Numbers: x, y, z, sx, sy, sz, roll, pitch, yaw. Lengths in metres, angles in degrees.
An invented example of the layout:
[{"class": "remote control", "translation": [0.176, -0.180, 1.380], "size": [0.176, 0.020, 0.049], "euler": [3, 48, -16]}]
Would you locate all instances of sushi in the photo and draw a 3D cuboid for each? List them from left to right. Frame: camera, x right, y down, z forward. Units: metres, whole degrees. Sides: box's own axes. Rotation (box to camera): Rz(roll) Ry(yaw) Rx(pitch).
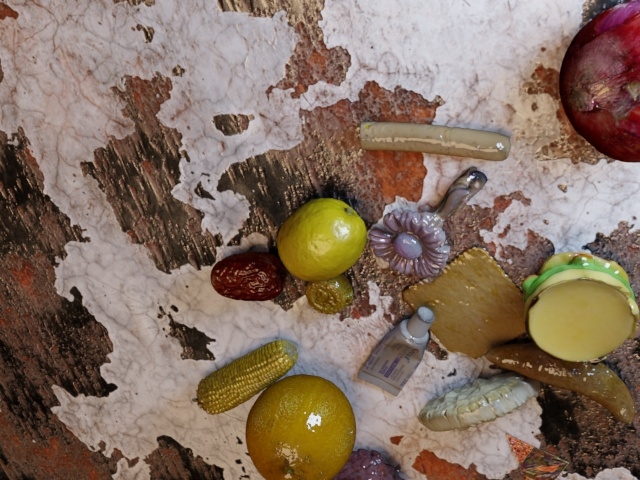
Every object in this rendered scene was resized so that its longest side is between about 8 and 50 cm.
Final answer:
[{"class": "sushi", "translation": [0.076, 0.645, 2.081], "size": [0.270, 0.171, 0.237], "euler": [-7, 115, 23]}]

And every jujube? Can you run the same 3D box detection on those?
[{"class": "jujube", "translation": [-0.168, 0.083, 1.897], "size": [0.176, 0.109, 0.112], "euler": [-2, 82, 21]}]

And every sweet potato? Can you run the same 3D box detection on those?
[{"class": "sweet potato", "translation": [0.530, 0.280, 1.792], "size": [0.341, 0.092, 0.114], "euler": [23, 113, 4]}]

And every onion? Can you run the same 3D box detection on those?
[{"class": "onion", "translation": [0.533, -0.268, 1.403], "size": [0.276, 0.276, 0.276], "euler": [7, 119, 14]}]

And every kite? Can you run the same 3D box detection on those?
[{"class": "kite", "translation": [0.531, 0.537, 1.978], "size": [0.125, 0.008, 0.222], "euler": [-16, 111, 21]}]

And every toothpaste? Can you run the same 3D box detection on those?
[{"class": "toothpaste", "translation": [0.182, 0.253, 1.906], "size": [0.099, 0.068, 0.282], "euler": [47, 133, 22]}]

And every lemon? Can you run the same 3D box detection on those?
[{"class": "lemon", "translation": [0.000, 0.000, 1.769], "size": [0.170, 0.170, 0.207], "euler": [46, 122, -9]}]

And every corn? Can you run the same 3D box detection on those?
[{"class": "corn", "translation": [-0.180, 0.334, 2.038], "size": [0.305, 0.106, 0.106], "euler": [-32, 104, 25]}]

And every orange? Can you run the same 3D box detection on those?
[{"class": "orange", "translation": [-0.047, 0.450, 1.955], "size": [0.274, 0.274, 0.274], "euler": [7, 119, 14]}]

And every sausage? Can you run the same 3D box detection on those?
[{"class": "sausage", "translation": [0.225, -0.198, 1.655], "size": [0.301, 0.066, 0.066], "euler": [5, 118, 13]}]

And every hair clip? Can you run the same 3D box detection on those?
[{"class": "hair clip", "translation": [0.230, -0.033, 1.734], "size": [0.173, 0.069, 0.300], "euler": [38, 121, -5]}]

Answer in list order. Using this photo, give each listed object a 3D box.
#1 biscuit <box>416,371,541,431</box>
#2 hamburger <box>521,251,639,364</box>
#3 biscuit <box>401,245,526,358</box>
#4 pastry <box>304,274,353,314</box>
[{"class": "biscuit", "translation": [0.347, 0.363, 1.857], "size": [0.281, 0.179, 0.084], "euler": [-22, 88, 18]}, {"class": "hamburger", "translation": [0.517, 0.119, 1.681], "size": [0.237, 0.149, 0.237], "euler": [5, 124, 7]}, {"class": "biscuit", "translation": [0.330, 0.147, 1.830], "size": [0.232, 0.013, 0.237], "euler": [-35, 102, 29]}, {"class": "pastry", "translation": [0.020, 0.118, 1.888], "size": [0.109, 0.057, 0.097], "euler": [16, 126, 11]}]
